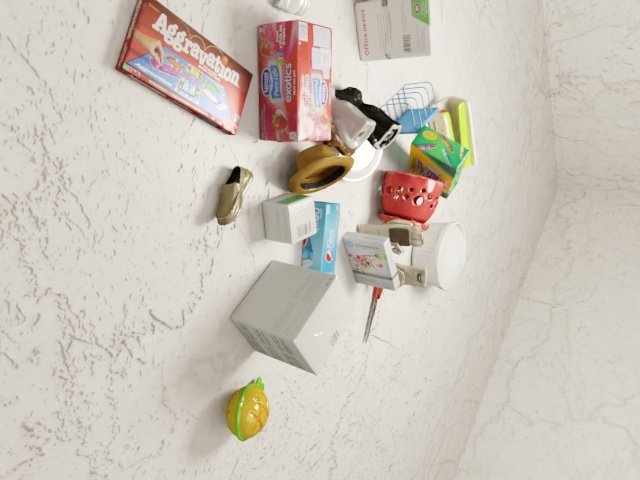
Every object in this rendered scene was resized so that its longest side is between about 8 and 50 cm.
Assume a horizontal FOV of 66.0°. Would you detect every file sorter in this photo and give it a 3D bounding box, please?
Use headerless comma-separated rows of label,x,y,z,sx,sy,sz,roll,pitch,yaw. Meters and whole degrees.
file sorter,0.286,-0.426,1.585,0.170,0.118,0.105,-47,130,-36

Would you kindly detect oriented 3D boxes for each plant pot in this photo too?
plant pot,0.286,-0.125,1.600,0.191,0.191,0.174,9,97,-54

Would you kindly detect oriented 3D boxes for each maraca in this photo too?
maraca,-0.169,0.408,1.199,0.185,0.099,0.127,-27,120,-76

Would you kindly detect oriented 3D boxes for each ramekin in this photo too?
ramekin,0.462,0.053,1.928,0.272,0.127,0.273,-17,111,-50

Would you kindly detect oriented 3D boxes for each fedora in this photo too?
fedora,-0.008,-0.188,1.250,0.194,0.194,0.079,-8,68,-52

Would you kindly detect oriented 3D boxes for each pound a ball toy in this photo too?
pound a ball toy,0.444,-0.384,1.824,0.208,0.135,0.319,-32,127,-14

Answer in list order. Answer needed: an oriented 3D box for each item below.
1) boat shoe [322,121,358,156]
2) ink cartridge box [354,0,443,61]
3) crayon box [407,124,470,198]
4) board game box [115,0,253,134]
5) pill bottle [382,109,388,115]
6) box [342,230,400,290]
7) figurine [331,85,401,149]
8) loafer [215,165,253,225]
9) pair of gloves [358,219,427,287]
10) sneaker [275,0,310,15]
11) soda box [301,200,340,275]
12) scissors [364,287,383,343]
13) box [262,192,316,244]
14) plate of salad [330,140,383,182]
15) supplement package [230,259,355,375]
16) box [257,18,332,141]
boat shoe,0.031,-0.275,1.309,0.177,0.064,0.060,28,99,-36
ink cartridge box,0.218,-0.593,1.367,0.092,0.219,0.161,-39,129,-45
crayon box,0.379,-0.250,1.618,0.081,0.165,0.278,-54,165,-7
board game box,-0.250,-0.330,0.963,0.281,0.027,0.145,23,79,-53
pill bottle,0.195,-0.361,1.538,0.043,0.043,0.083,-45,131,-37
box,0.157,0.064,1.506,0.038,0.145,0.186,-48,134,-37
figurine,0.076,-0.337,1.282,0.214,0.209,0.092,-12,147,-51
loafer,-0.196,-0.101,1.073,0.050,0.056,0.148,48,51,-47
pair of gloves,0.233,0.043,1.567,0.042,0.204,0.240,-62,144,-58
sneaker,-0.065,-0.626,1.105,0.094,0.080,0.213,-9,107,-40
soda box,0.000,0.000,1.341,0.067,0.071,0.210,-4,102,-52
scissors,0.184,0.198,1.686,0.109,0.021,0.297,45,64,-51
box,-0.076,-0.056,1.213,0.101,0.087,0.102,-27,118,-47
plate of salad,0.097,-0.268,1.419,0.199,0.048,0.200,-9,108,-30
supplement package,-0.063,0.181,1.191,0.194,0.203,0.149,-54,137,-29
box,-0.057,-0.358,1.133,0.128,0.122,0.257,-17,112,-50
